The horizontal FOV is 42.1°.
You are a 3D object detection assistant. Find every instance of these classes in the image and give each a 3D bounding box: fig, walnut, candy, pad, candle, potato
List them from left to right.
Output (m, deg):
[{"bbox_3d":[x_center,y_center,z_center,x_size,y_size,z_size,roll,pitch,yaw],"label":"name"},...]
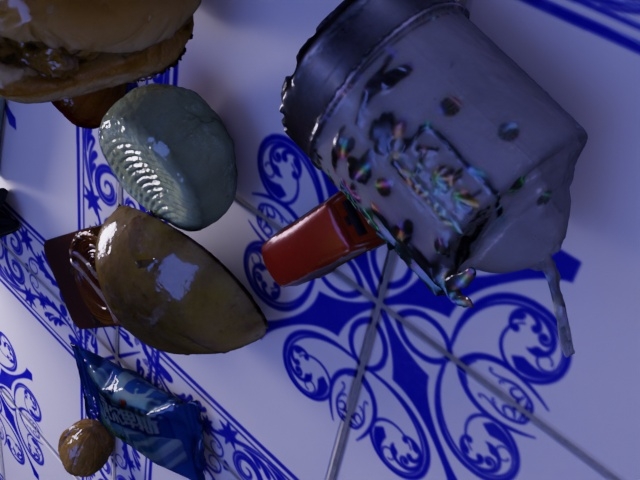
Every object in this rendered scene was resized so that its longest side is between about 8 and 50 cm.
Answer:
[{"bbox_3d":[-0.457,0.402,1.618,0.105,0.105,0.124,45,126,22],"label":"walnut"},{"bbox_3d":[-0.406,0.070,1.457,0.267,0.004,0.181,-12,101,50],"label":"pad"},{"bbox_3d":[-0.307,-0.233,1.136,0.119,0.153,0.119,39,176,3],"label":"fig"},{"bbox_3d":[-0.312,0.291,1.418,0.331,0.077,0.187,21,126,37],"label":"candy"},{"bbox_3d":[-0.210,0.069,1.097,0.299,0.116,0.239,18,143,43],"label":"potato"},{"bbox_3d":[0.119,-0.056,0.684,0.330,0.187,0.187,49,138,16],"label":"candle"}]

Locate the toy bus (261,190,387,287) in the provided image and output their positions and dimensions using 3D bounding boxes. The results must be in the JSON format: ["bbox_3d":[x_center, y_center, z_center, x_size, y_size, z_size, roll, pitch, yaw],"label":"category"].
[{"bbox_3d":[0.000,0.000,0.921,0.174,0.077,0.079,-30,87,50],"label":"toy bus"}]

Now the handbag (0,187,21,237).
[{"bbox_3d":[-0.758,-0.013,1.585,0.325,0.269,0.118,2,113,47],"label":"handbag"}]

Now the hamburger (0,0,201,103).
[{"bbox_3d":[-0.287,-0.296,0.913,0.304,0.284,0.174,51,139,19],"label":"hamburger"}]

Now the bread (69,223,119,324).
[{"bbox_3d":[-0.319,0.051,1.294,0.160,0.073,0.160,17,116,39],"label":"bread"}]

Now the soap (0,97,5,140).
[{"bbox_3d":[-0.644,-0.202,1.446,0.087,0.159,0.265,49,139,18],"label":"soap"}]

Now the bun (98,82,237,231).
[{"bbox_3d":[-0.176,-0.106,1.019,0.195,0.118,0.195,31,149,22],"label":"bun"}]
